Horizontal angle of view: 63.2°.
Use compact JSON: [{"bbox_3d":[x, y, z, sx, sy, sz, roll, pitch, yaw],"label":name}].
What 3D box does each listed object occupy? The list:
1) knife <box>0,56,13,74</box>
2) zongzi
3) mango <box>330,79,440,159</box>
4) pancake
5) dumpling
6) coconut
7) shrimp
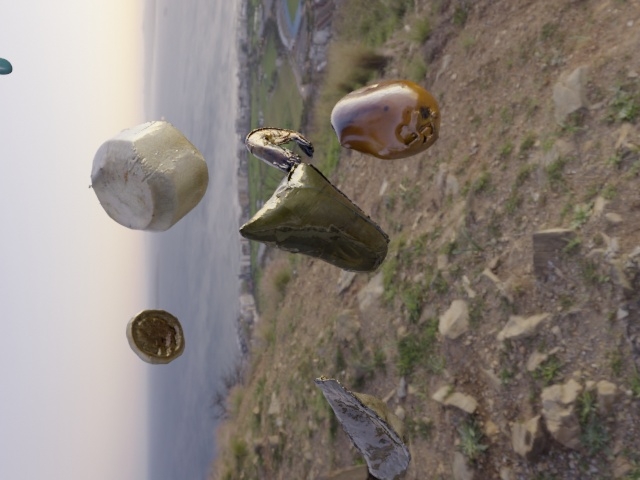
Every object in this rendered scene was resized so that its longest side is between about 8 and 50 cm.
[{"bbox_3d":[-0.917,-0.453,1.348,0.032,0.222,0.064,-10,97,38],"label":"knife"},{"bbox_3d":[0.000,0.000,1.326,0.174,0.356,0.393,-50,4,30],"label":"zongzi"},{"bbox_3d":[0.137,-0.253,1.104,0.287,0.201,0.152,20,146,59],"label":"mango"},{"bbox_3d":[-0.394,0.228,1.255,0.025,0.152,0.151,-42,46,34],"label":"pancake"},{"bbox_3d":[0.125,0.393,1.096,0.166,0.086,0.332,-8,122,39],"label":"dumpling"},{"bbox_3d":[-0.394,-0.158,1.229,0.247,0.245,0.244,-59,-12,-51],"label":"coconut"},{"bbox_3d":[-0.101,-0.277,1.616,0.289,0.178,0.075,32,143,35],"label":"shrimp"}]
